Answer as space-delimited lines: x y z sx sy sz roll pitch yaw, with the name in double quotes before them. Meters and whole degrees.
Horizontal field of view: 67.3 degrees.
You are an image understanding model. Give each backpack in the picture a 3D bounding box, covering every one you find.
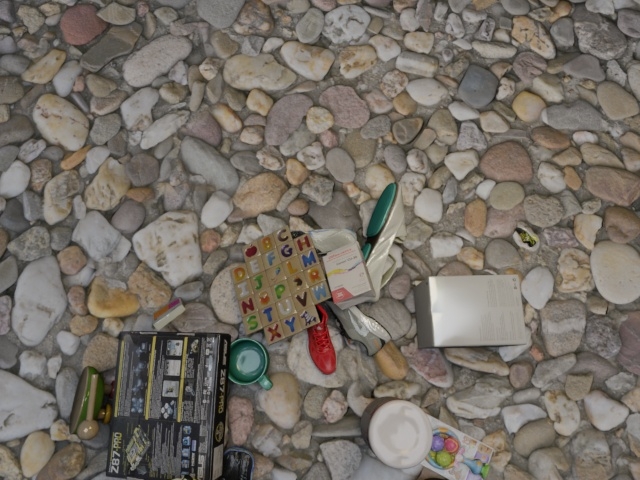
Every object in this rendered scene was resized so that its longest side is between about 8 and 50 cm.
"backpack" -0.237 0.642 1.351 0.104 0.084 0.115 11 80 0

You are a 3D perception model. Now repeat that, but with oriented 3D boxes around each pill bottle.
"pill bottle" 0.193 0.507 1.299 0.160 0.283 0.161 0 75 -2

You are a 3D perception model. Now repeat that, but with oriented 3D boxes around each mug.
"mug" -0.212 0.369 1.417 0.129 0.097 0.158 -11 77 -1

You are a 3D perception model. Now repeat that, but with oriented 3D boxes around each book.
"book" -0.449 0.213 1.429 0.096 0.144 0.035 -37 103 -12

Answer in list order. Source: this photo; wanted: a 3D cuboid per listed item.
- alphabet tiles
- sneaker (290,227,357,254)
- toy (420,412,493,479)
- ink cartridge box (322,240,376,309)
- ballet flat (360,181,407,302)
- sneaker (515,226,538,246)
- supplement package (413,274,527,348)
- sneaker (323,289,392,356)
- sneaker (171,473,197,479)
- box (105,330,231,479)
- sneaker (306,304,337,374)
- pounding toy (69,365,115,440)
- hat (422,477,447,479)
"alphabet tiles" -0.128 0.128 1.463 0.284 0.011 0.343 -25 61 9
"sneaker" 0.000 0.000 1.546 0.236 0.086 0.085 0 103 10
"toy" 0.376 0.615 1.395 0.237 0.056 0.137 26 74 5
"ink cartridge box" 0.078 0.089 1.417 0.115 0.067 0.198 -23 57 11
"ballet flat" 0.198 0.014 1.527 0.139 0.139 0.401 23 80 4
"sneaker" 0.677 -0.012 1.586 0.083 0.031 0.035 39 78 8
"supplement package" 0.432 0.217 1.430 0.262 0.198 0.200 -1 76 -2
"sneaker" 0.084 0.244 1.465 0.271 0.100 0.108 38 85 9
"sneaker" -0.351 0.677 1.216 0.145 0.384 0.147 -27 77 -47
"box" -0.421 0.455 1.339 0.317 0.097 0.396 -2 79 12
"sneaker" -0.006 0.290 1.431 0.086 0.128 0.222 -19 76 -7
"pounding toy" -0.618 0.453 1.347 0.110 0.236 0.183 16 74 -30
"hat" 0.352 0.814 1.269 0.331 0.331 0.134 26 114 5
